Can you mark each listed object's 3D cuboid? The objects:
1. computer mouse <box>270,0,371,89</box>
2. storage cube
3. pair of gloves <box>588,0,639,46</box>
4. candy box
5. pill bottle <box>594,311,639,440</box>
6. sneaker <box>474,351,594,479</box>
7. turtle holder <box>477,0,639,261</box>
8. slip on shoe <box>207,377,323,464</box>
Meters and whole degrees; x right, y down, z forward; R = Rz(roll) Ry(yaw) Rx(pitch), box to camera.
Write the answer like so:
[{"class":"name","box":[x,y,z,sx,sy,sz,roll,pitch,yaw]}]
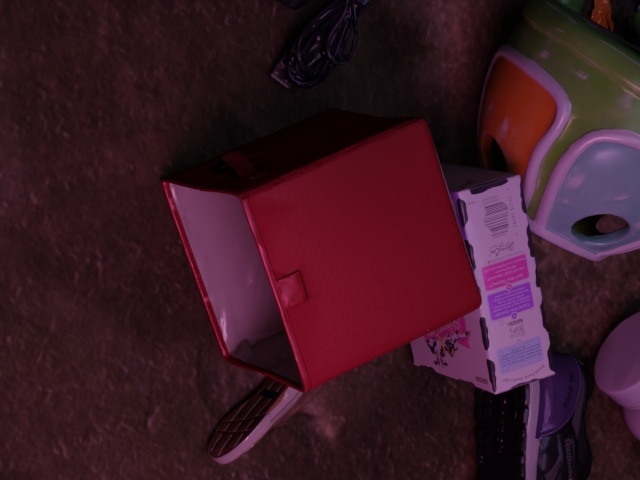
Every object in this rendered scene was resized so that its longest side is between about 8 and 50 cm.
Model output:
[{"class":"computer mouse","box":[-0.048,-0.284,1.657,0.188,0.072,0.272,-54,127,-13]},{"class":"storage cube","box":[0.000,0.000,1.644,0.193,0.184,0.215,-24,106,-22]},{"class":"pair of gloves","box":[0.310,-0.215,1.867,0.083,0.010,0.074,4,94,-27]},{"class":"candy box","box":[0.136,0.032,1.725,0.070,0.165,0.196,-17,103,-23]},{"class":"pill bottle","box":[0.402,0.177,1.888,0.246,0.136,0.136,37,80,-25]},{"class":"sneaker","box":[0.223,0.252,1.832,0.124,0.107,0.283,5,94,-33]},{"class":"turtle holder","box":[0.289,-0.103,1.770,0.320,0.243,0.227,13,111,-57]},{"class":"slip on shoe","box":[-0.049,0.164,1.718,0.135,0.051,0.041,-50,126,-19]}]
